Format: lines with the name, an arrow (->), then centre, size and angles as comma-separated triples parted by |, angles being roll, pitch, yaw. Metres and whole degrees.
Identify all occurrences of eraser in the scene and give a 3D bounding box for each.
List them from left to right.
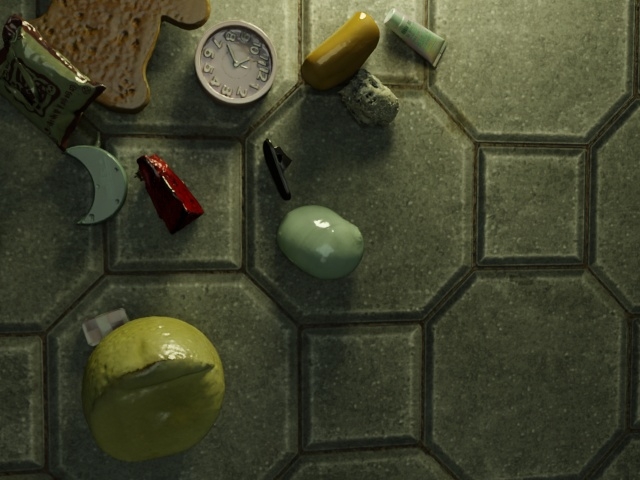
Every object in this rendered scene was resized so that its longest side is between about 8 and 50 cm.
eraser -> -0.510, 0.206, 1.484 | 0.105, 0.026, 0.065 | -19, 98, -9

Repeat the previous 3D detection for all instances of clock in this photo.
clock -> -0.203, -0.421, 1.490 | 0.196, 0.068, 0.197 | 0, 92, -11

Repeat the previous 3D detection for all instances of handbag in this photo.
handbag -> -0.599, -0.339, 1.341 | 0.235, 0.127, 0.213 | 44, 127, -9

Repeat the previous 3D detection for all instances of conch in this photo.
conch -> 0.003, -0.002, 1.534 | 0.221, 0.121, 0.185 | 17, 60, -6

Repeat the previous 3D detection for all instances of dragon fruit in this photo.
dragon fruit -> -0.372, -0.110, 1.453 | 0.092, 0.122, 0.192 | -33, 100, 8

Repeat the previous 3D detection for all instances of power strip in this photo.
power strip -> -0.526, -0.146, 1.456 | 0.137, 0.044, 0.216 | -9, 95, -10

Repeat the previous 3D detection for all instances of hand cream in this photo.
hand cream -> 0.242, -0.522, 1.582 | 0.174, 0.047, 0.076 | 28, 87, -19

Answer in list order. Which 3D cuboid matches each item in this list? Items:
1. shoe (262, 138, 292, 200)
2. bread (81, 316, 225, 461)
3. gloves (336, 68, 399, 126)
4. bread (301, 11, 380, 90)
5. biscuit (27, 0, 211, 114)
shoe -> -0.094, -0.178, 1.527 | 0.053, 0.062, 0.159 | -21, 96, -22
bread -> -0.381, 0.331, 1.416 | 0.320, 0.237, 0.321 | -4, 108, -12
gloves -> 0.123, -0.347, 1.549 | 0.153, 0.070, 0.114 | 39, 87, -18
bread -> 0.054, -0.446, 1.494 | 0.217, 0.147, 0.098 | -44, 85, -1
biscuit -> -0.471, -0.510, 1.439 | 0.368, 0.076, 0.394 | 25, 91, -10
